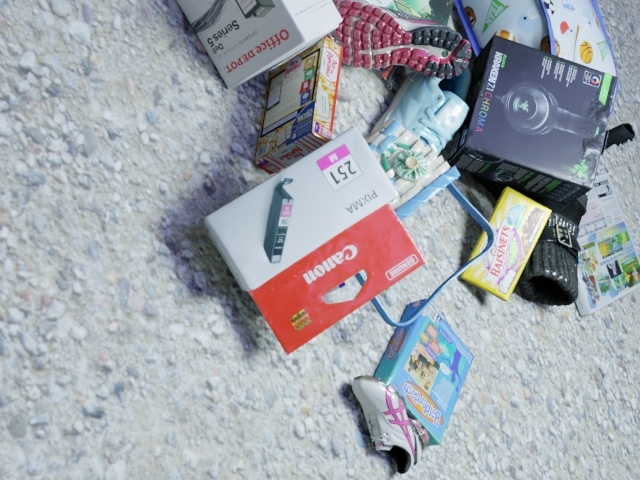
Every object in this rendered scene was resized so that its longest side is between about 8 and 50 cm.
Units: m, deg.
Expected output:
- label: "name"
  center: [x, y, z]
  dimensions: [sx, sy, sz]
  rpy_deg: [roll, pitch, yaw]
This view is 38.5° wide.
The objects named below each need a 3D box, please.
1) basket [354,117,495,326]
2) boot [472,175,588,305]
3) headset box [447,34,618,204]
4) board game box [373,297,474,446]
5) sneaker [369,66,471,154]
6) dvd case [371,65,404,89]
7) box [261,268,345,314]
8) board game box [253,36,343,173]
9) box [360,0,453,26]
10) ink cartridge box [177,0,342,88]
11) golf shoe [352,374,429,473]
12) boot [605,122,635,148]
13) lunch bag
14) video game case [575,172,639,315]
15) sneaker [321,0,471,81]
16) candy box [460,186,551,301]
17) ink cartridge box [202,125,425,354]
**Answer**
- label: "basket"
  center: [0.128, -0.033, 1.543]
  dimensions: [0.254, 0.201, 0.289]
  rpy_deg: [-41, 98, -21]
- label: "boot"
  center: [0.428, -0.034, 1.918]
  dimensions: [0.348, 0.131, 0.260]
  rpy_deg: [28, 65, -24]
- label: "headset box"
  center: [0.423, -0.230, 1.804]
  dimensions: [0.283, 0.131, 0.246]
  rpy_deg: [19, 76, -4]
- label: "board game box"
  center: [0.183, 0.232, 1.626]
  dimensions: [0.160, 0.047, 0.210]
  rpy_deg: [50, 46, -19]
- label: "sneaker"
  center: [0.199, -0.219, 1.745]
  dimensions: [0.135, 0.150, 0.366]
  rpy_deg: [39, 50, -27]
- label: "dvd case"
  center: [0.117, -0.369, 1.822]
  dimensions: [0.119, 0.013, 0.087]
  rpy_deg: [48, 47, -22]
- label: "box"
  center: [-0.046, 0.038, 1.456]
  dimensions: [0.137, 0.072, 0.126]
  rpy_deg: [-19, 89, -47]
- label: "board game box"
  center: [-0.037, -0.222, 1.513]
  dimensions: [0.045, 0.146, 0.194]
  rpy_deg: [28, 57, -35]
- label: "box"
  center: [0.181, -0.545, 1.876]
  dimensions: [0.232, 0.058, 0.322]
  rpy_deg: [32, 63, -31]
- label: "ink cartridge box"
  center: [-0.123, -0.410, 1.462]
  dimensions: [0.115, 0.198, 0.273]
  rpy_deg: [-40, 103, -45]
- label: "golf shoe"
  center: [0.110, 0.302, 1.512]
  dimensions: [0.186, 0.067, 0.086]
  rpy_deg: [52, 47, -18]
- label: "boot"
  center: [0.734, -0.270, 2.336]
  dimensions: [0.121, 0.099, 0.045]
  rpy_deg: [17, 62, -40]
- label: "lunch bag"
  center: [0.498, -0.441, 2.073]
  dimensions: [0.327, 0.239, 0.386]
  rpy_deg: [-6, 71, -48]
- label: "video game case"
  center: [0.659, 0.000, 2.204]
  dimensions: [0.329, 0.036, 0.300]
  rpy_deg: [-15, 85, -48]
- label: "sneaker"
  center: [0.132, -0.381, 1.744]
  dimensions: [0.299, 0.121, 0.112]
  rpy_deg: [14, 24, -14]
- label: "candy box"
  center: [0.368, 0.007, 1.822]
  dimensions: [0.105, 0.027, 0.206]
  rpy_deg: [27, 82, -1]
- label: "ink cartridge box"
  center: [0.000, 0.000, 1.375]
  dimensions: [0.275, 0.060, 0.239]
  rpy_deg: [-33, 91, -14]
